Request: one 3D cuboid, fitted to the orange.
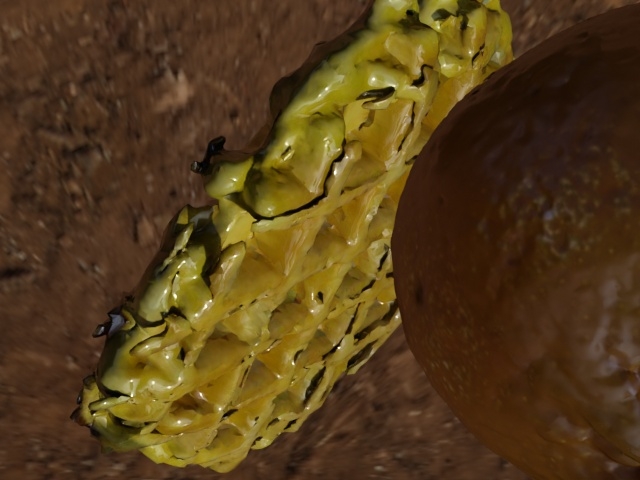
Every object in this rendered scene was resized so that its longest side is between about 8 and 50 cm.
[{"bbox_3d":[0.085,0.007,0.431,0.135,0.135,0.118,-7,71,-3],"label":"orange"}]

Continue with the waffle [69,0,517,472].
[{"bbox_3d":[0.000,0.000,1.107,0.095,0.382,0.380,41,89,18],"label":"waffle"}]
